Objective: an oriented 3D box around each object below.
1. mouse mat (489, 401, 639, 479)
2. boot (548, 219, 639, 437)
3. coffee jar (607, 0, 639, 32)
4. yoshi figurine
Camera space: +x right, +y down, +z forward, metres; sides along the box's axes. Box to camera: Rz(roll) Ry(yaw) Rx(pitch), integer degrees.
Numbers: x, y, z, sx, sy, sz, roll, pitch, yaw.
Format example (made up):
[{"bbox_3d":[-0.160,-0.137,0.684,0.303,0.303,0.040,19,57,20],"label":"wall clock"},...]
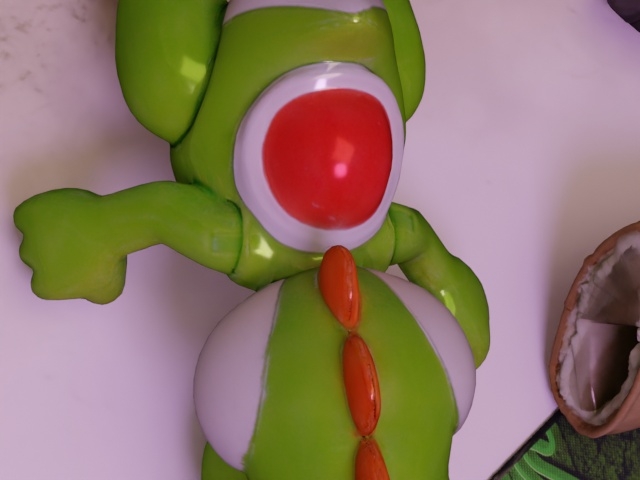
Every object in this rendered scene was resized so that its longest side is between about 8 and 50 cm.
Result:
[{"bbox_3d":[0.151,0.186,0.948,0.152,0.007,0.190,-42,98,-21],"label":"mouse mat"},{"bbox_3d":[0.267,-0.010,0.917,0.269,0.089,0.236,-8,131,-25],"label":"boot"},{"bbox_3d":[0.244,-0.122,0.977,0.184,0.096,0.079,27,36,-17],"label":"coffee jar"},{"bbox_3d":[-0.015,0.010,0.845,0.203,0.203,0.362,25,52,-58],"label":"yoshi figurine"}]
